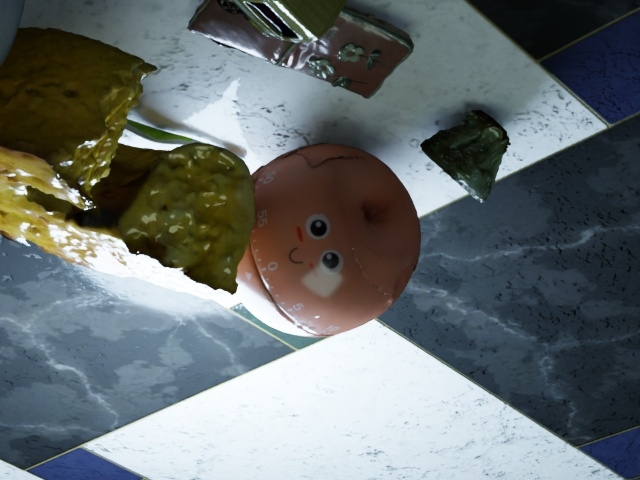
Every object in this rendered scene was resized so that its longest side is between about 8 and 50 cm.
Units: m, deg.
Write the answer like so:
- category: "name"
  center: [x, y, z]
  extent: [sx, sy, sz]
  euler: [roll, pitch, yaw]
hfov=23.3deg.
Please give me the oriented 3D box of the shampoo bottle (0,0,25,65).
- category: "shampoo bottle"
  center: [-0.417, -0.271, 1.484]
  extent: [0.273, 0.266, 0.273]
  euler: [1, 143, 1]

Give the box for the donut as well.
- category: "donut"
  center: [-0.285, -0.097, 1.735]
  extent: [0.378, 0.163, 0.435]
  euler: [13, 163, 29]

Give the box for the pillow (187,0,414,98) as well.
- category: "pillow"
  center: [-0.021, -0.229, 1.709]
  extent: [0.233, 0.043, 0.126]
  euler: [18, 143, -19]

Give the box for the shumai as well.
- category: "shumai"
  center: [0.180, -0.109, 1.841]
  extent: [0.099, 0.124, 0.087]
  euler: [39, 94, -15]

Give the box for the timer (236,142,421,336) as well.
- category: "timer"
  center: [0.000, 0.000, 1.873]
  extent: [0.215, 0.229, 0.230]
  euler: [-25, 136, 36]

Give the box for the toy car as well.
- category: "toy car"
  center: [-0.079, -0.300, 1.519]
  extent: [0.124, 0.101, 0.257]
  euler: [23, 167, 44]

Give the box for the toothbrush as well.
- category: "toothbrush"
  center: [-0.206, -0.135, 1.876]
  extent: [0.263, 0.022, 0.026]
  euler: [23, 129, -26]
